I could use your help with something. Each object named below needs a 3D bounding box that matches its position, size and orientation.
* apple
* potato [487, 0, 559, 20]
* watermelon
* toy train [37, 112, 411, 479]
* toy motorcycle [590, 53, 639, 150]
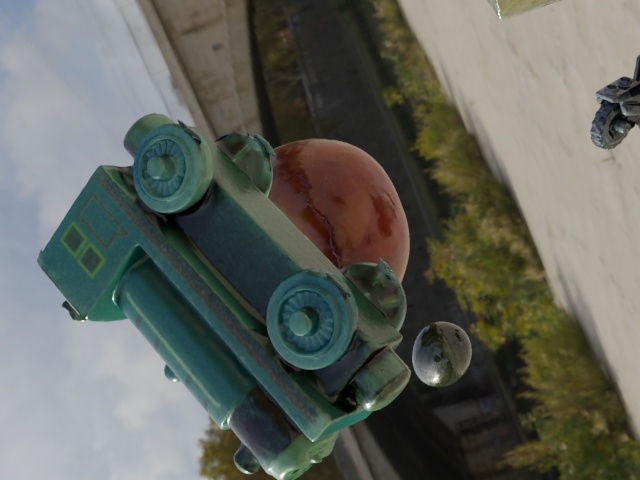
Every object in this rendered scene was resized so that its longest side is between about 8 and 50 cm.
[{"bbox_3d":[0.000,0.000,1.195,0.206,0.251,0.272,-24,-69,-44],"label":"apple"},{"bbox_3d":[0.201,-0.256,0.826,0.061,0.122,0.086,62,-169,-48],"label":"potato"},{"bbox_3d":[0.162,0.154,1.221,0.111,0.078,0.078,99,159,-52],"label":"watermelon"},{"bbox_3d":[-0.073,0.043,0.704,0.298,0.194,0.120,45,-160,20],"label":"toy train"},{"bbox_3d":[0.503,-0.241,1.363,0.106,0.270,0.159,35,140,40],"label":"toy motorcycle"}]
